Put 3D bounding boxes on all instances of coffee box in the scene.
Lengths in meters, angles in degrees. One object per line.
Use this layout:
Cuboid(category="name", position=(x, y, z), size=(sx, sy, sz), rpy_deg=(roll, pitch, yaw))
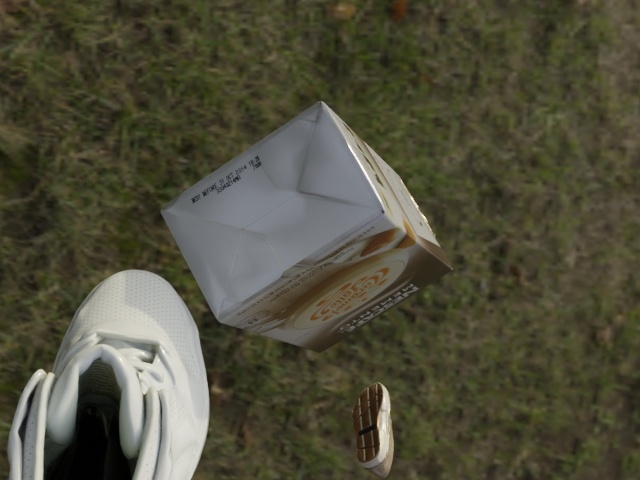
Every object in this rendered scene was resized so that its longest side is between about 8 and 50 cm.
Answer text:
Cuboid(category="coffee box", position=(0.000, 0.000, 1.013), size=(0.098, 0.141, 0.246), rpy_deg=(60, 10, 16))

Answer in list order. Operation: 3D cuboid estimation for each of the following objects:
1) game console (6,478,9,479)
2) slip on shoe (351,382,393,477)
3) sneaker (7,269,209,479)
Cuboid(category="game console", position=(-0.281, 0.415, 1.230), size=(0.293, 0.173, 0.250), rpy_deg=(-74, -175, -58))
Cuboid(category="slip on shoe", position=(0.071, 0.240, 1.686), size=(0.041, 0.051, 0.135), rpy_deg=(50, 22, -32))
Cuboid(category="sneaker", position=(-0.114, 0.096, 0.778), size=(0.169, 0.108, 0.292), rpy_deg=(105, -9, -46))
